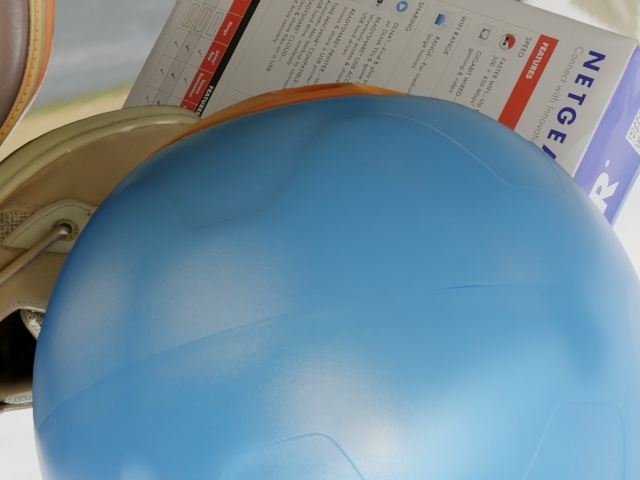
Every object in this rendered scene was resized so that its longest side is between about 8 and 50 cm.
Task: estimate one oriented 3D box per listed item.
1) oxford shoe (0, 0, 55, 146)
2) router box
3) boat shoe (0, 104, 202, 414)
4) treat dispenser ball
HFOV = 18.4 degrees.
[{"bbox_3d":[-0.239,-0.065,1.042,0.133,0.130,0.364,-43,157,-59],"label":"oxford shoe"},{"bbox_3d":[0.000,0.000,1.171,0.301,0.335,0.082,24,173,31],"label":"router box"},{"bbox_3d":[-0.159,0.041,1.039,0.341,0.110,0.121,-36,151,-37],"label":"boat shoe"},{"bbox_3d":[0.012,0.071,0.913,0.288,0.288,0.288,-24,-175,2],"label":"treat dispenser ball"}]
